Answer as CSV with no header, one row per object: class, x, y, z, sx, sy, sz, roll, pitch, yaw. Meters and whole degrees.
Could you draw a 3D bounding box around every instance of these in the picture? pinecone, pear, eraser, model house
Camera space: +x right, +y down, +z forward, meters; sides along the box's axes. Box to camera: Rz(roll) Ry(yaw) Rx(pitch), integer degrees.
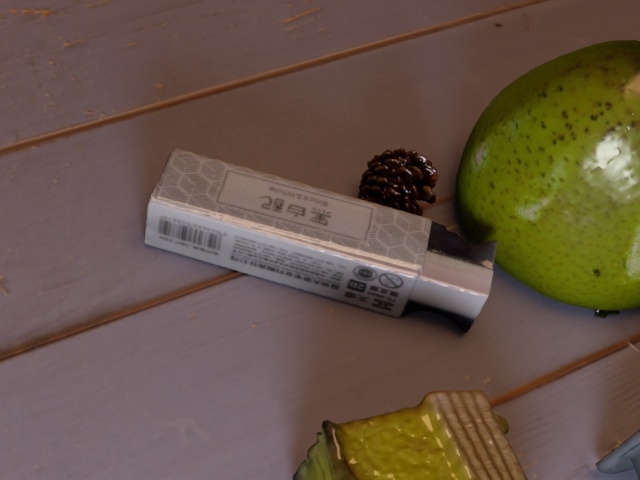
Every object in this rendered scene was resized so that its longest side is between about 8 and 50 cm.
pinecone,0.088,-0.063,1.537,0.102,0.102,0.109,42,50,17
pear,0.348,-0.090,1.493,0.342,0.318,0.238,21,48,5
eraser,0.000,0.000,1.473,0.404,0.098,0.096,16,53,-2
model house,0.117,0.262,1.264,0.234,0.175,0.193,-16,59,-20

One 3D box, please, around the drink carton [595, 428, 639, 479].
drink carton,0.434,0.280,1.325,0.191,0.185,0.189,-6,59,-19
